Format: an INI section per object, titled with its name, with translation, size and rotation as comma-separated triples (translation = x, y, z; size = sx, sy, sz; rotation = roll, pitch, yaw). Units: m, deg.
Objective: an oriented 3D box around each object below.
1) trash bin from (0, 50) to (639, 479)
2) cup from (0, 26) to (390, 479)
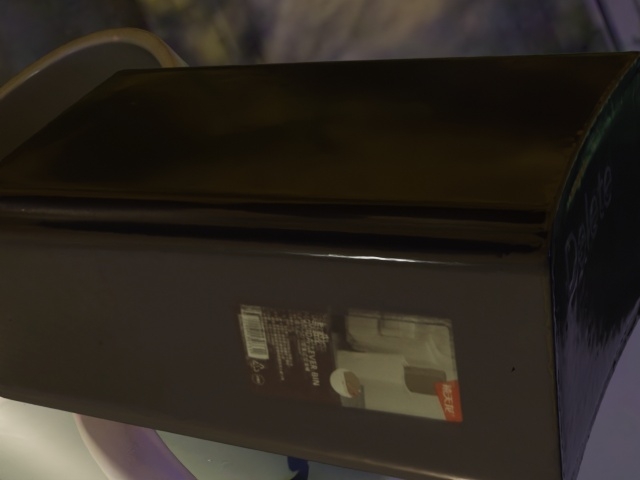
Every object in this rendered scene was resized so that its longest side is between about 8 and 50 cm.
[trash bin]
translation = 0.000, 0.000, 0.593
size = 0.226, 0.115, 0.165
rotation = 5, -150, 21
[cup]
translation = -0.075, 0.080, 0.909
size = 0.259, 0.274, 0.356
rotation = -44, -142, 9
